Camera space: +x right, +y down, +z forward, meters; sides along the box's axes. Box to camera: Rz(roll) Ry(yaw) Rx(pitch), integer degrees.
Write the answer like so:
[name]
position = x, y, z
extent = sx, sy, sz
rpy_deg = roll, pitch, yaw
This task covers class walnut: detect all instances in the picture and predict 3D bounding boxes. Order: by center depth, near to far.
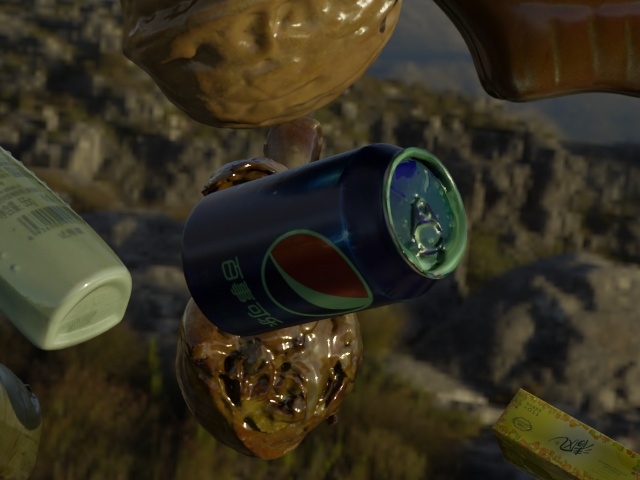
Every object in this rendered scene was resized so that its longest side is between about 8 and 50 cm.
[walnut]
position = -0.050, -0.182, 1.132
extent = 0.213, 0.213, 0.213
rpy_deg = 5, 11, -1

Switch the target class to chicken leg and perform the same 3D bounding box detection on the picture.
[chicken leg]
position = -0.045, -0.005, 1.518
extent = 0.182, 0.295, 0.409
rpy_deg = 0, 47, 13

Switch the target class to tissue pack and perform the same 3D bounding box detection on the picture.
[tissue pack]
position = 0.282, 0.245, 1.690
extent = 0.176, 0.062, 0.095
rpy_deg = 30, -19, 30

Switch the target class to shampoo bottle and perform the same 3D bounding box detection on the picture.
[shampoo bottle]
position = -0.179, -0.029, 0.741
extent = 0.212, 0.049, 0.072
rpy_deg = 40, 35, 23

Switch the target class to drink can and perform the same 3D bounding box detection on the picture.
[drink can]
position = 0.000, 0.000, 1.124
extent = 0.205, 0.118, 0.118
rpy_deg = -16, -4, 38

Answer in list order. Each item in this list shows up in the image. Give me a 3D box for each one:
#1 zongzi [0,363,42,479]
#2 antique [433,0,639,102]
[zongzi]
position = -0.487, 0.177, 1.564
extent = 0.360, 0.160, 0.323
rpy_deg = 2, -17, 8
[antique]
position = 0.135, -0.211, 0.804
extent = 0.223, 0.278, 0.129
rpy_deg = -7, 7, 1
